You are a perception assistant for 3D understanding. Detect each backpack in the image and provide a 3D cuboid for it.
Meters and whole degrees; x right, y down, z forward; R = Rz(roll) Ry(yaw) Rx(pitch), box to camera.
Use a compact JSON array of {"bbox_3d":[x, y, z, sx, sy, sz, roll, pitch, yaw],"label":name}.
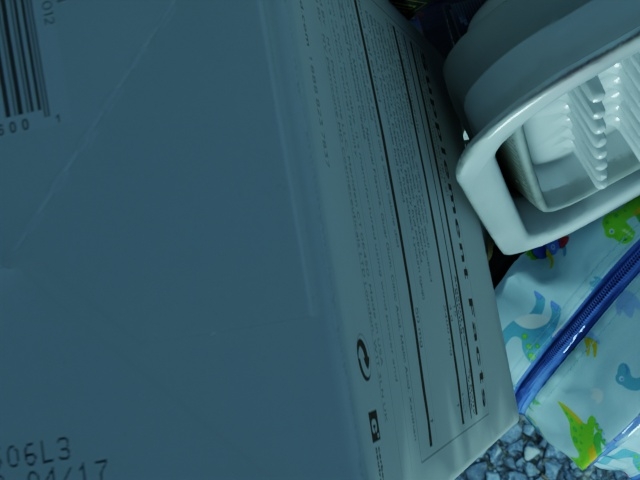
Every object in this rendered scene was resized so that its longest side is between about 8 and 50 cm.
[{"bbox_3d":[0.242,0.024,0.822,0.290,0.273,0.355,-47,149,24],"label":"backpack"}]

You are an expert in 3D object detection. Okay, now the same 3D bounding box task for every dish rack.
[{"bbox_3d":[0.200,-0.114,0.533,0.333,0.072,0.285,-30,167,7],"label":"dish rack"}]

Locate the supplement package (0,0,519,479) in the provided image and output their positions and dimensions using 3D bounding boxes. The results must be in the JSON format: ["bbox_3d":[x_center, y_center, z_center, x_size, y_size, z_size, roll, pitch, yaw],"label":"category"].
[{"bbox_3d":[-0.044,0.011,0.461,0.177,0.175,0.293,-11,175,14],"label":"supplement package"}]

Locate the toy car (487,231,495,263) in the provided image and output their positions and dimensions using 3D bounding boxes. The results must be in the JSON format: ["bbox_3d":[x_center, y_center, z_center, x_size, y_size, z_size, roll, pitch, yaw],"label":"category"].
[{"bbox_3d":[0.096,0.027,0.989,0.149,0.155,0.188,-17,158,5],"label":"toy car"}]

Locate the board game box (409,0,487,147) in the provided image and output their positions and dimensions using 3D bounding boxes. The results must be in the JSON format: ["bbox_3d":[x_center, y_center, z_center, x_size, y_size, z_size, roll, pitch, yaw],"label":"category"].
[{"bbox_3d":[0.047,-0.078,0.688,0.170,0.048,0.141,-15,165,-4],"label":"board game box"}]

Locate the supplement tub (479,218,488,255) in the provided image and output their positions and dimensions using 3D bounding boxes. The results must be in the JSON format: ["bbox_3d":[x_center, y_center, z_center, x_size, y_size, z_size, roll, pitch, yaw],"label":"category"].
[{"bbox_3d":[0.000,0.000,0.806,0.190,0.117,0.117,-13,167,-17],"label":"supplement tub"}]

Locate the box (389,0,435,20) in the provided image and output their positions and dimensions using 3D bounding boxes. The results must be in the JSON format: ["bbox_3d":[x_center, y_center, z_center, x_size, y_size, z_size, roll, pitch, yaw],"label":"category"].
[{"bbox_3d":[0.012,-0.134,0.378,0.159,0.044,0.233,-28,165,34],"label":"box"}]
